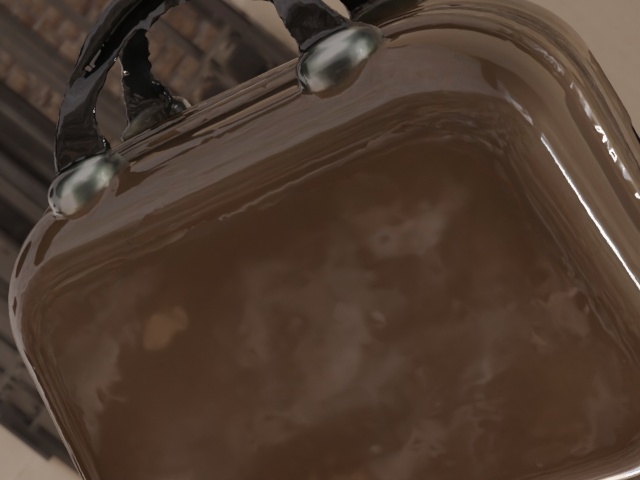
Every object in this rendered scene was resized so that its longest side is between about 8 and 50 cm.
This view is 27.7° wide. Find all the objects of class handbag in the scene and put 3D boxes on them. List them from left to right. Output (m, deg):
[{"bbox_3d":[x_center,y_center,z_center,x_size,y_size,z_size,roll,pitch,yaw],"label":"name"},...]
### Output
[{"bbox_3d":[0.000,0.000,0.590,0.302,0.283,0.149,-23,-165,27],"label":"handbag"}]
